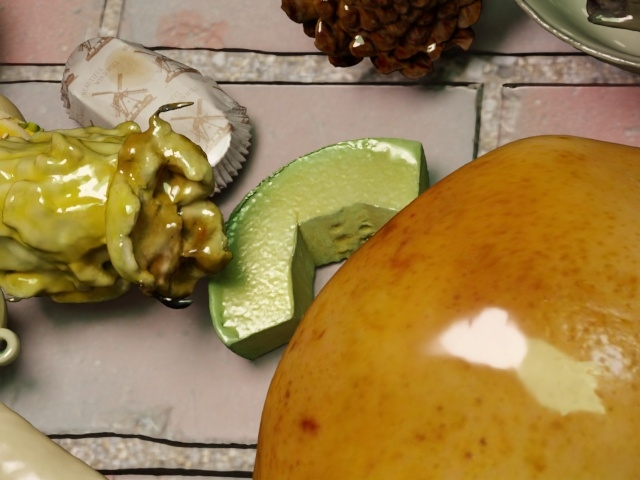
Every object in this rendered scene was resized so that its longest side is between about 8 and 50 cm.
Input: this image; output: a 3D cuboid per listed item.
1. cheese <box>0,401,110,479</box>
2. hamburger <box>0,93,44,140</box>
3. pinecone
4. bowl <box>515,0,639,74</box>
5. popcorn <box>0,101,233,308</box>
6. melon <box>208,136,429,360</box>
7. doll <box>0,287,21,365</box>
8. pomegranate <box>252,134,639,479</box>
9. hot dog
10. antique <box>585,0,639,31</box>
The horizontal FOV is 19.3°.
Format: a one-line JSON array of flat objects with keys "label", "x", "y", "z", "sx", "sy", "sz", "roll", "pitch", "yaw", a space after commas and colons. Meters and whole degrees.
[{"label": "cheese", "x": -0.186, "y": 0.236, "z": 1.347, "sx": 0.351, "sy": 0.129, "sz": 0.328, "roll": -21, "pitch": 64, "yaw": 3}, {"label": "hamburger", "x": -0.280, "y": -0.058, "z": 1.512, "sx": 0.126, "sy": 0.141, "sz": 0.081, "roll": -46, "pitch": 40, "yaw": 22}, {"label": "pinecone", "x": 0.047, "y": -0.225, "z": 1.498, "sx": 0.179, "sy": 0.150, "sz": 0.195, "roll": -49, "pitch": 63, "yaw": 8}, {"label": "bowl", "x": 0.294, "y": -0.238, "z": 1.449, "sx": 0.337, "sy": 0.157, "sz": 0.337, "roll": -4, "pitch": 65, "yaw": 9}, {"label": "popcorn", "x": -0.170, "y": -0.026, "z": 1.417, "sx": 0.195, "sy": 0.168, "sz": 0.173, "roll": 10, "pitch": 83, "yaw": 57}, {"label": "melon", "x": 0.000, "y": 0.000, "z": 1.457, "sx": 0.209, "sy": 0.064, "sz": 0.118, "roll": -28, "pitch": 62, "yaw": -4}, {"label": "doll", "x": -0.359, "y": 0.032, "z": 1.476, "sx": 0.296, "sy": 0.117, "sz": 0.141, "roll": 18, "pitch": 67, "yaw": 27}, {"label": "pomegranate", "x": 0.159, "y": 0.148, "z": 1.187, "sx": 0.417, "sy": 0.416, "sz": 0.416, "roll": -5, "pitch": 65, "yaw": 10}, {"label": "hot dog", "x": -0.138, "y": -0.105, "z": 1.542, "sx": 0.192, "sy": 0.053, "sz": 0.099, "roll": 31, "pitch": 74, "yaw": 26}, {"label": "antique", "x": 0.246, "y": -0.280, "z": 1.321, "sx": 0.150, "sy": 0.125, "sz": 0.284, "roll": 11, "pitch": 67, "yaw": 16}]
